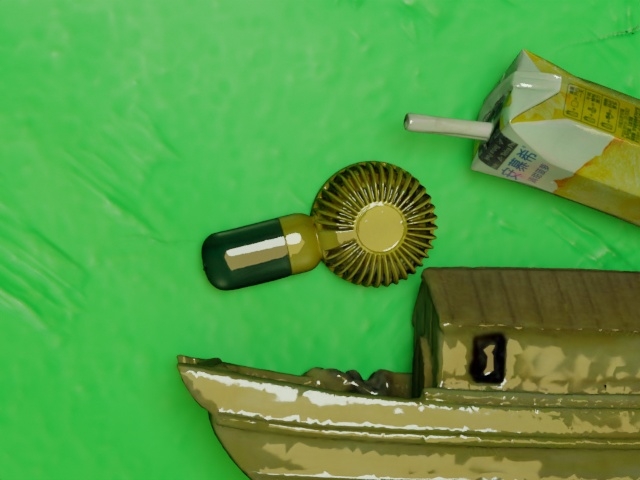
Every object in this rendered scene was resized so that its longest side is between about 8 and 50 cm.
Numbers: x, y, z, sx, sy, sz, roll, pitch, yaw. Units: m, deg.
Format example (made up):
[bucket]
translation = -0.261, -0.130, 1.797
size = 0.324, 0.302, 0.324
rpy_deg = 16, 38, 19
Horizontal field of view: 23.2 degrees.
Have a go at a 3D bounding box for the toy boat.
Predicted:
[toy boat]
translation = 0.132, 0.097, 0.986
size = 0.446, 0.136, 0.162
rpy_deg = -1, 92, -7

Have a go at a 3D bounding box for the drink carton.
[drink carton]
translation = 0.151, -0.067, 0.992
size = 0.200, 0.084, 0.074
rpy_deg = 20, 62, -10

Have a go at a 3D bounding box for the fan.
[fan]
translation = 0.000, 0.000, 1.001
size = 0.155, 0.039, 0.082
rpy_deg = -15, 98, -5
